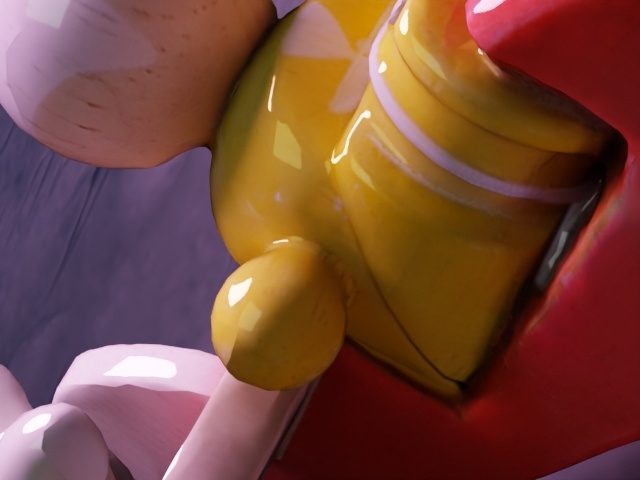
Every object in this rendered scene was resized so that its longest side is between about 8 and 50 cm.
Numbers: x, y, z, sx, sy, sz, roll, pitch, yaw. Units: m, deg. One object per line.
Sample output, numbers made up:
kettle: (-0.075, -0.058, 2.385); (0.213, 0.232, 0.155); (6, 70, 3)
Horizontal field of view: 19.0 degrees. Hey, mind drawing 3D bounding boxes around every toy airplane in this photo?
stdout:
toy airplane: (0.000, 0.000, 0.604); (0.384, 0.272, 0.386); (-48, 14, 7)
